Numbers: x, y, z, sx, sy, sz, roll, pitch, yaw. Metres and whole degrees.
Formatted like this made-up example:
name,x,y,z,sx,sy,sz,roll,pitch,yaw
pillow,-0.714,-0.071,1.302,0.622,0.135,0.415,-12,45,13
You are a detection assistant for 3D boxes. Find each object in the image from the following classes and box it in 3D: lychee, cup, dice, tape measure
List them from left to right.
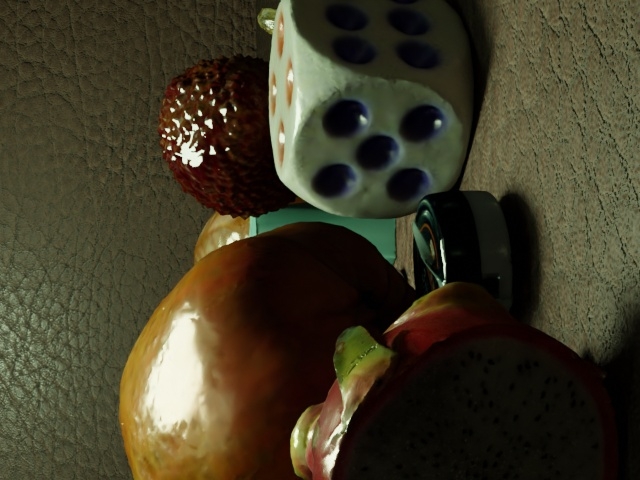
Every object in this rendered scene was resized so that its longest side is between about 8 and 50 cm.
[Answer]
name,x,y,z,sx,sy,sz,roll,pitch,yaw
lychee,-0.116,-0.163,1.747,0.300,0.264,0.264,34,135,29
cup,0.000,0.000,1.863,0.148,0.236,0.134,-118,28,-64
dice,0.060,-0.200,1.515,0.259,0.243,0.251,-96,12,-45
tape measure,0.166,0.032,1.289,0.181,0.107,0.182,98,167,-51

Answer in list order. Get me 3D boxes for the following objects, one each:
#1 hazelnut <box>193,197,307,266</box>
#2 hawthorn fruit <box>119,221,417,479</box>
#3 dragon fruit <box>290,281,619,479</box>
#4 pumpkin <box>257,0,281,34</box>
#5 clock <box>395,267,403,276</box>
name,x,y,z,sx,sy,sz,roll,pitch,yaw
hazelnut,-0.064,0.024,2.096,0.372,0.315,0.372,-56,7,10
hawthorn fruit,-0.038,0.223,1.441,0.472,0.472,0.471,180,90,-80
dragon fruit,0.114,0.193,1.047,0.226,0.305,0.305,-147,57,-73
pumpkin,0.008,-0.359,1.857,0.139,0.222,0.317,147,121,-77
clock,0.096,0.086,1.799,0.129,0.041,0.087,1,100,62
